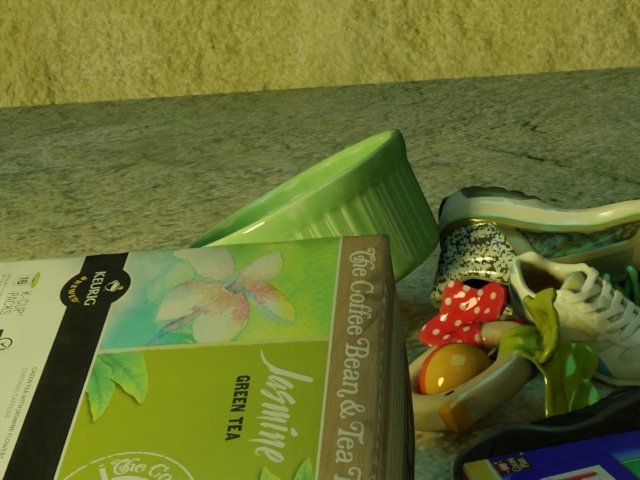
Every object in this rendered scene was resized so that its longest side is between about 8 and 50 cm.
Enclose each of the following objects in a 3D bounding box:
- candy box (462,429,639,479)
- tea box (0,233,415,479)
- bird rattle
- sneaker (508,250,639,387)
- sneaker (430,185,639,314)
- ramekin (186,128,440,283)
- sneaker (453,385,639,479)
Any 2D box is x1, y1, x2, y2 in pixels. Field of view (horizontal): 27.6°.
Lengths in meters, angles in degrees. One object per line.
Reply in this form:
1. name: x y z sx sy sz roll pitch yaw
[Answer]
1. candy box: 0.286 0.234 0.918 0.317 0.122 0.268 -10 19 -8
2. tea box: -0.099 0.182 0.927 0.323 0.220 0.329 -4 36 7
3. bird rattle: 0.159 0.120 1.357 0.207 0.143 0.253 -33 23 -23
4. sneaker: 0.297 0.085 1.403 0.228 0.092 0.087 22 52 38
5. sneaker: 0.313 0.056 1.563 0.410 0.158 0.182 5 51 28
6. ramekin: 0.000 0.000 1.608 0.303 0.148 0.303 -29 8 4
7. sneaker: 0.236 0.189 1.172 0.227 0.087 0.130 -23 -14 12
